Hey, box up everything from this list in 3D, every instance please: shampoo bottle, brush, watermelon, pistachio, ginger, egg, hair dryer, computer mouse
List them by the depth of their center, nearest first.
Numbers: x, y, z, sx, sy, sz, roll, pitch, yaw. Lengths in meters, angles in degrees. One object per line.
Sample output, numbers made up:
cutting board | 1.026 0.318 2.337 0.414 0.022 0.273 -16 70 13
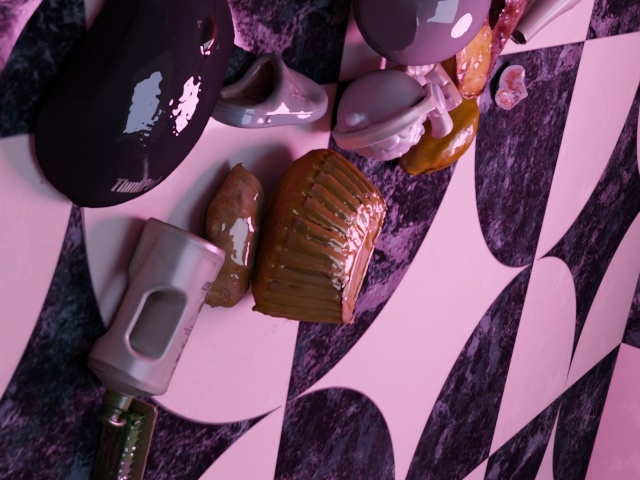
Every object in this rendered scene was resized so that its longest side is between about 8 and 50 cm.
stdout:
computer mouse | -0.172 -0.152 1.170 0.269 0.100 0.170 -64 154 -12
shampoo bottle | -0.195 0.100 1.302 0.234 0.087 0.118 -67 154 -6
brush | -0.252 0.323 1.382 0.048 0.054 0.282 -2 109 -51
ginger | -0.111 -0.001 1.409 0.095 0.069 0.190 -104 -156 -75
egg | 0.140 -0.329 1.534 0.232 0.176 0.176 -51 147 -45
pistachio | 0.197 -0.175 1.811 0.100 0.110 0.189 46 63 -25
hair dryer | 0.389 -0.454 2.028 0.225 0.088 0.219 34 81 -48
watermelon | 0.350 -0.276 2.067 0.085 0.061 0.085 -37 143 -34

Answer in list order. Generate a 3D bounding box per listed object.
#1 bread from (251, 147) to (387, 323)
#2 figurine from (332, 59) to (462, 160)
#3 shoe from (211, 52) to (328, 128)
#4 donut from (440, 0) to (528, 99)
bread | -0.003 -0.003 1.504 0.240 0.139 0.240 16 90 -76
figurine | 0.102 -0.176 1.591 0.141 0.162 0.237 66 30 -13
shoe | -0.054 -0.184 1.381 0.195 0.079 0.078 -24 135 -49
donut | 0.222 -0.313 1.764 0.295 0.112 0.151 -41 147 -45
